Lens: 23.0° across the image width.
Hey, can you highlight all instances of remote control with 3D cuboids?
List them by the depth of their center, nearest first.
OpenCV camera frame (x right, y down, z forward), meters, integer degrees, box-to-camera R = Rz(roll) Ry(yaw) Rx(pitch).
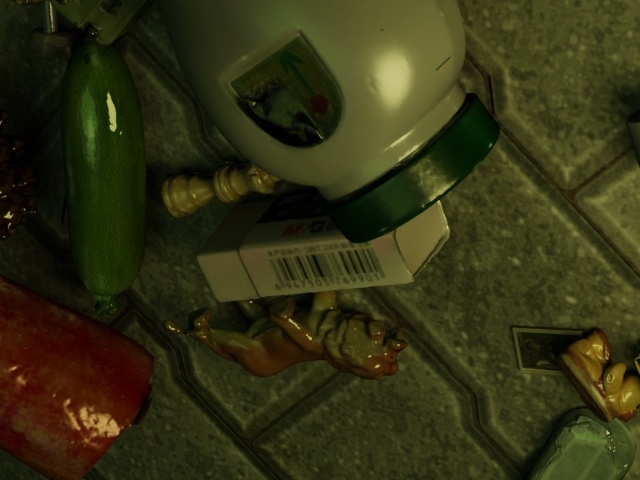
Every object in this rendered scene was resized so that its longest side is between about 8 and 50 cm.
[{"bbox_3d":[0.303,0.307,1.935,0.104,0.052,0.247,29,127,10],"label":"remote control"}]

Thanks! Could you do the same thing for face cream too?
[{"bbox_3d":[0.008,-0.196,1.677,0.312,0.219,0.357,-30,104,36],"label":"face cream"}]

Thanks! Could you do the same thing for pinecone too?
[{"bbox_3d":[-0.488,-0.103,2.039,0.272,0.224,0.224,37,135,-26],"label":"pinecone"}]

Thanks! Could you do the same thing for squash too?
[{"bbox_3d":[-0.273,-0.070,2.001,0.107,0.107,0.395,17,125,21],"label":"squash"}]

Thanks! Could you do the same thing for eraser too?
[{"bbox_3d":[0.000,0.000,1.869,0.287,0.130,0.086,-7,119,32],"label":"eraser"}]

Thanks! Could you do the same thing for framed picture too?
[{"bbox_3d":[0.275,0.132,1.868,0.089,0.007,0.066,2,119,29],"label":"framed picture"}]

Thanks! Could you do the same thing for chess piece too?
[{"bbox_3d":[-0.116,-0.071,1.942,0.172,0.060,0.060,-13,112,33],"label":"chess piece"}]

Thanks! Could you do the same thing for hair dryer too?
[{"bbox_3d":[-0.331,-0.281,1.951,0.063,0.037,0.114,9,116,24],"label":"hair dryer"}]

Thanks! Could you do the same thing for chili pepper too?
[{"bbox_3d":[-0.400,0.187,2.104,0.305,0.251,0.229,27,129,-16],"label":"chili pepper"}]

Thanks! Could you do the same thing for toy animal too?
[{"bbox_3d":[-0.032,0.124,1.992,0.312,0.097,0.158,-10,119,37],"label":"toy animal"}]

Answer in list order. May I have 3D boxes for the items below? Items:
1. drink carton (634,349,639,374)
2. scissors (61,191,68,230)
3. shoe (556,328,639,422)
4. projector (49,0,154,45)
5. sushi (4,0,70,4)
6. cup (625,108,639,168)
[{"bbox_3d":[0.421,0.189,1.785,0.071,0.056,0.166,-10,113,38],"label":"drink carton"},{"bbox_3d":[-0.328,-0.054,2.103,0.039,0.012,0.113,23,128,16],"label":"scissors"},{"bbox_3d":[0.328,0.157,1.811,0.109,0.069,0.072,45,169,13],"label":"shoe"},{"bbox_3d":[-0.294,-0.375,1.831,0.269,0.088,0.193,46,134,-3],"label":"projector"},{"bbox_3d":[-0.303,-0.312,1.753,0.226,0.103,0.097,-5,133,37],"label":"sushi"},{"bbox_3d":[0.372,-0.106,1.624,0.100,0.078,0.077,-23,103,3],"label":"cup"}]
